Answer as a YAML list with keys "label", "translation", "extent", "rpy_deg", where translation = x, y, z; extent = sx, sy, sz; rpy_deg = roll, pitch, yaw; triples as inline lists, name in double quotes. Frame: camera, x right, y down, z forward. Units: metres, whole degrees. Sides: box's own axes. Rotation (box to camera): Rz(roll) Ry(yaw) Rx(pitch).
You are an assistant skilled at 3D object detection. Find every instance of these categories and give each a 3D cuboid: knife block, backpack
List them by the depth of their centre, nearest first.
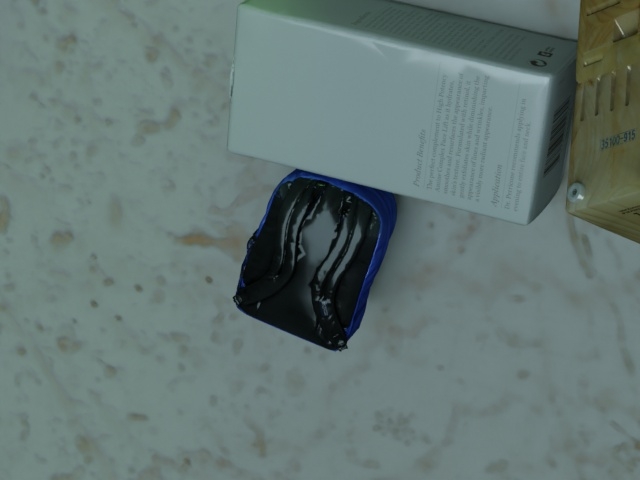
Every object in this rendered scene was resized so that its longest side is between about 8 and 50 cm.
- label: "knife block"
  translation: [0.278, -0.054, 1.279]
  extent: [0.088, 0.242, 0.275]
  rpy_deg: [-17, 61, 49]
- label: "backpack"
  translation: [0.000, 0.000, 1.413]
  extent: [0.098, 0.101, 0.120]
  rpy_deg: [20, 114, 6]

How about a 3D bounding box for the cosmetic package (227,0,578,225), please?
- label: "cosmetic package"
  translation: [0.057, -0.100, 1.357]
  extent: [0.231, 0.085, 0.117]
  rpy_deg: [16, 117, 18]
